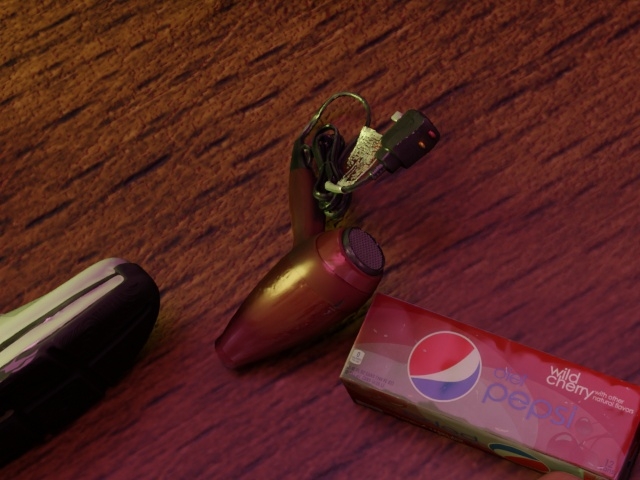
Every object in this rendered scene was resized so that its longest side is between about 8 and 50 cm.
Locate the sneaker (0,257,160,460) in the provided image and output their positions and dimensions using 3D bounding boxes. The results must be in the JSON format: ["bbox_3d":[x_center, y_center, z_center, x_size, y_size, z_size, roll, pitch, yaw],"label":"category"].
[{"bbox_3d":[-0.385,0.099,1.541,0.447,0.169,0.257,-35,67,-3],"label":"sneaker"}]

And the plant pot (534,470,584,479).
[{"bbox_3d":[0.169,0.294,1.351,0.180,0.201,0.201,-37,65,-23],"label":"plant pot"}]

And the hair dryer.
[{"bbox_3d":[0.000,0.000,1.550,0.080,0.223,0.294,36,84,-22],"label":"hair dryer"}]

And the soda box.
[{"bbox_3d":[0.156,0.138,1.469,0.263,0.083,0.092,20,73,17],"label":"soda box"}]
